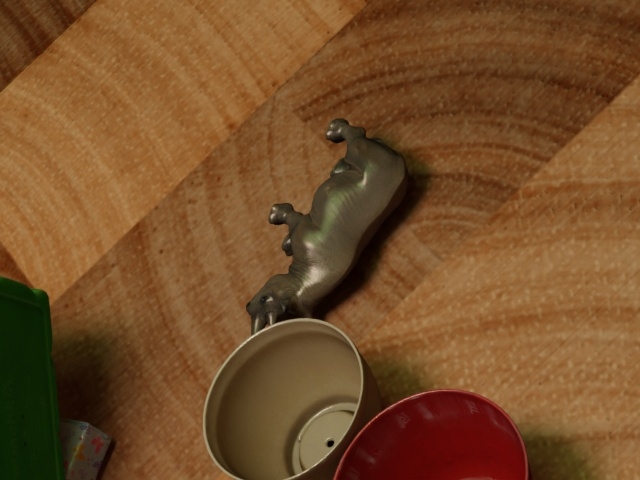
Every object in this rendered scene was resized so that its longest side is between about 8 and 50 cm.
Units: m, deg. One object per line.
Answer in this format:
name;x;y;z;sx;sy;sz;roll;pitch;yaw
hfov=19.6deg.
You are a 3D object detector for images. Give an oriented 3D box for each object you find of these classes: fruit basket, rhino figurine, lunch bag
fruit basket;-0.436;0.206;1.772;0.392;0.283;0.392;-3;80;15
rhino figurine;0.000;0.000;1.799;0.106;0.073;0.243;22;75;43
lunch bag;-0.259;0.213;1.835;0.083;0.053;0.071;6;67;41

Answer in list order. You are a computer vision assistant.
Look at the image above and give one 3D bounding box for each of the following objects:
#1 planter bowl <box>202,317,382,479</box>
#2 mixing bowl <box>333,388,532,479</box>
planter bowl;-0.010;0.166;1.667;0.162;0.109;0.162;-16;52;22
mixing bowl;0.108;0.226;1.558;0.181;0.098;0.181;-16;54;23
